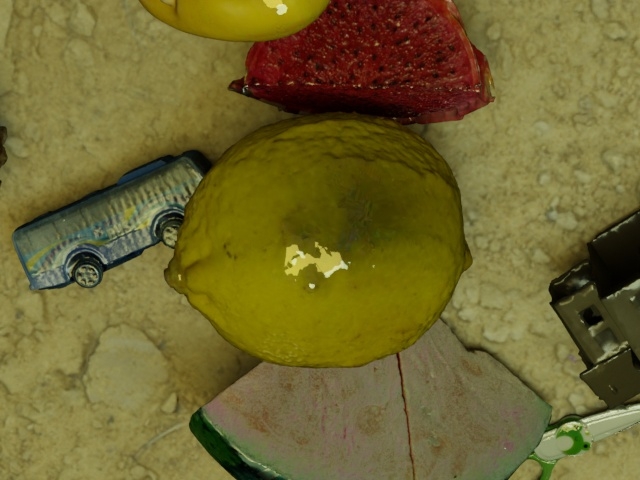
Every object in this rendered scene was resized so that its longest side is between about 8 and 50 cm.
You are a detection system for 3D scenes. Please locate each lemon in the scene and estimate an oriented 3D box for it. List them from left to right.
[{"bbox_3d":[0.000,0.000,1.882,0.322,0.268,0.268,0,110,-24],"label":"lemon"}]

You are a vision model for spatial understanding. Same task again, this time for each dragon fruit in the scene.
[{"bbox_3d":[0.052,-0.188,1.927,0.274,0.161,0.126,1,75,15],"label":"dragon fruit"}]

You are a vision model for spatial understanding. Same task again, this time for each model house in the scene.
[{"bbox_3d":[0.377,0.107,1.947,0.204,0.211,0.243,-32,103,14],"label":"model house"}]

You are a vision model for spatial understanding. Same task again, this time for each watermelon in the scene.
[{"bbox_3d":[0.033,0.225,2.043,0.292,0.319,0.222,45,143,2],"label":"watermelon"}]

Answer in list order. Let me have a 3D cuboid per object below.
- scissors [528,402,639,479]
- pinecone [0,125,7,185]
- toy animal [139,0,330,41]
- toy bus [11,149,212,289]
[{"bbox_3d":[0.281,0.221,2.085,0.204,0.027,0.101,-20,107,11],"label":"scissors"},{"bbox_3d":[-0.428,-0.108,1.948,0.179,0.205,0.184,37,116,36],"label":"pinecone"},{"bbox_3d":[-0.059,-0.344,1.773,0.345,0.277,0.246,-17,124,7],"label":"toy animal"},{"bbox_3d":[-0.215,-0.020,2.011,0.236,0.079,0.094,-24,103,11],"label":"toy bus"}]
